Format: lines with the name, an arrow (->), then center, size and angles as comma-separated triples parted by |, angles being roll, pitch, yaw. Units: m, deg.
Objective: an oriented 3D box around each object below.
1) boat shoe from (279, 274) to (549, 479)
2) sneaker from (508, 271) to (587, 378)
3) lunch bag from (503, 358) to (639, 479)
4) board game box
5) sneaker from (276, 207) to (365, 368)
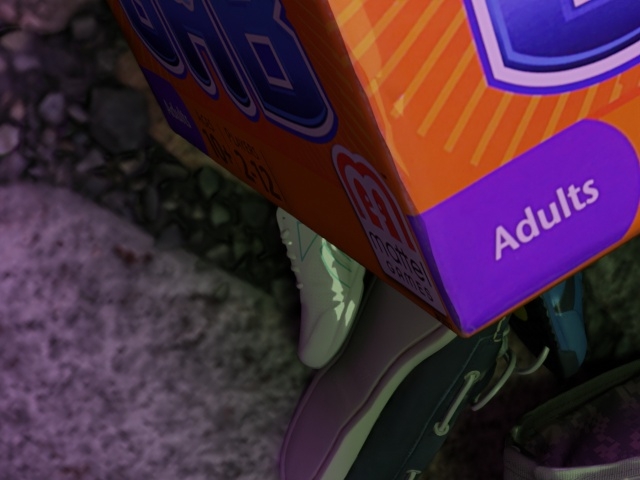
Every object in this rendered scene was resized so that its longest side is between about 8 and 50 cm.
boat shoe -> 0.067, 0.067, 0.777 | 0.079, 0.095, 0.254 | 19, 112, -27
sneaker -> 0.140, -0.011, 0.819 | 0.082, 0.069, 0.209 | -30, 115, -16
lunch bag -> 0.234, 0.206, 0.867 | 0.287, 0.169, 0.235 | -11, 108, -24
board game box -> 0.064, -0.243, 0.554 | 0.356, 0.356, 0.356 | -30, 115, -12
sneaker -> 0.000, 0.000, 0.779 | 0.061, 0.053, 0.152 | 10, 99, -9
